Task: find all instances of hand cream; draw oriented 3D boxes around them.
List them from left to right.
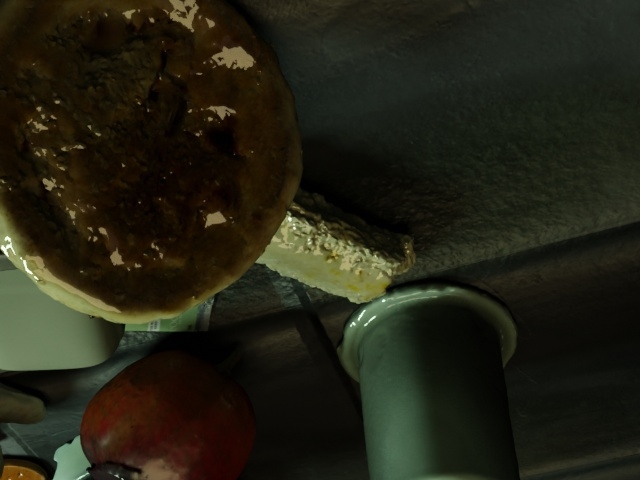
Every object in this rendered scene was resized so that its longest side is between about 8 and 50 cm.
[{"bbox_3d":[-0.254,0.087,1.336,0.235,0.055,0.086,3,137,-14],"label":"hand cream"}]

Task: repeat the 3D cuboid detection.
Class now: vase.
[{"bbox_3d":[0.153,0.235,1.325,0.245,0.291,0.245,-2,135,-2],"label":"vase"}]

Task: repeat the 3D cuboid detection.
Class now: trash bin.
[{"bbox_3d":[-0.314,0.007,1.157,0.219,0.220,0.250,-1,141,0],"label":"trash bin"}]

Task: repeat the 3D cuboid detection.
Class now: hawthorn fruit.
[{"bbox_3d":[-0.190,0.238,1.379,0.250,0.215,0.215,-51,124,-4],"label":"hawthorn fruit"}]

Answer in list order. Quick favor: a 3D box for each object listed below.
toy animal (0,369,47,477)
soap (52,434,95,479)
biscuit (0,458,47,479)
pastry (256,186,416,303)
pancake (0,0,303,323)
[{"bbox_3d":[-0.469,0.218,1.371,0.308,0.188,0.266,-28,120,27],"label":"toy animal"},{"bbox_3d":[-0.254,0.376,1.583,0.160,0.087,0.265,-30,127,25],"label":"soap"},{"bbox_3d":[-0.475,0.377,1.623,0.102,0.019,0.130,19,130,-20],"label":"biscuit"},{"bbox_3d":[-0.005,0.002,1.240,0.258,0.089,0.121,29,139,-22],"label":"pastry"},{"bbox_3d":[-0.176,-0.103,1.001,0.356,0.356,0.065,22,166,-21],"label":"pancake"}]
